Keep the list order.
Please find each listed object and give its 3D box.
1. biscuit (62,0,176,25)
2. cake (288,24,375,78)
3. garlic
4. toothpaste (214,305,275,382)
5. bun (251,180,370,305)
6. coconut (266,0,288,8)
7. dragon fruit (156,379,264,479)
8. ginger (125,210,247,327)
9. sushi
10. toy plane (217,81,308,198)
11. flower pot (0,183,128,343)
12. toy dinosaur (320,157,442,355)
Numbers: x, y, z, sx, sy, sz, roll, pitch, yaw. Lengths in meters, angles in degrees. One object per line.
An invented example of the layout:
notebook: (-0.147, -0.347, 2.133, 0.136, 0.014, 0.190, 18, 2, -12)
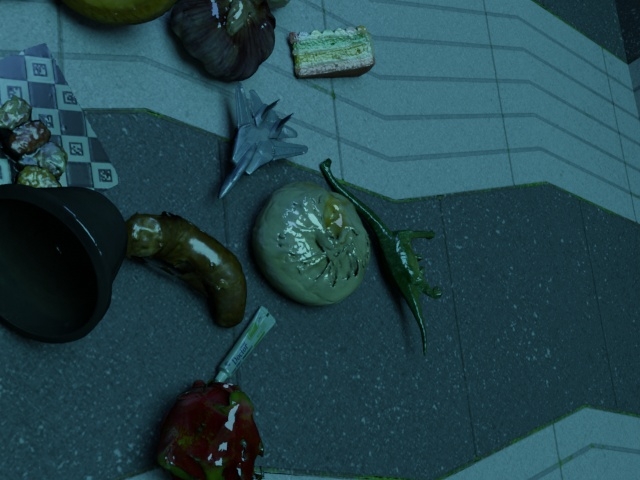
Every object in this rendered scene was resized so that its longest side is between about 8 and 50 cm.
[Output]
biscuit: (-0.374, -0.541, 1.410, 0.296, 0.296, 0.102, 59, 5, -10)
cake: (0.034, -0.448, 1.840, 0.225, 0.090, 0.109, -12, 88, -41)
garlic: (-0.188, -0.459, 1.606, 0.245, 0.161, 0.244, 14, 67, -36)
toothpaste: (-0.149, 0.207, 1.519, 0.048, 0.029, 0.197, 51, 48, -16)
bun: (0.000, 0.000, 1.631, 0.287, 0.146, 0.287, 14, 69, -39)
coconut: (-0.112, -0.595, 1.727, 0.147, 0.153, 0.147, -1, 95, -9)
dragon fruit: (-0.174, 0.379, 1.359, 0.269, 0.198, 0.200, 58, 23, -11)
ginger: (-0.241, 0.039, 1.445, 0.309, 0.107, 0.133, 36, 42, -31)
sushi: (-0.499, -0.184, 1.332, 0.264, 0.050, 0.290, -36, 100, -41)
toy plane: (-0.152, -0.179, 1.606, 0.212, 0.088, 0.267, 42, 62, -21)
flower pot: (-0.414, 0.012, 1.236, 0.269, 0.269, 0.166, 57, 30, -11)
toy dinosaur: (0.144, 0.035, 1.782, 0.301, 0.087, 0.446, 11, 63, -38)
